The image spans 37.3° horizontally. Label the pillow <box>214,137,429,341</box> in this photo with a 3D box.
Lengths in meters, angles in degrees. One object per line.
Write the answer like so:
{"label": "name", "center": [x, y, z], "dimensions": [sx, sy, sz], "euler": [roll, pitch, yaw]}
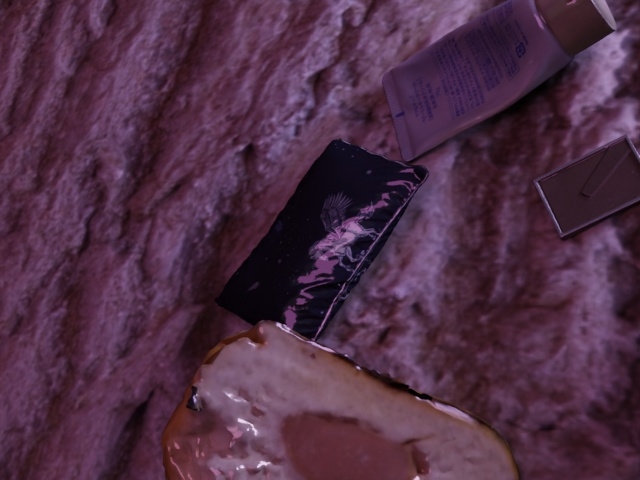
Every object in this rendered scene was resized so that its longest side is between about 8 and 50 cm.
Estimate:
{"label": "pillow", "center": [0.000, 0.000, 0.892], "dimensions": [0.141, 0.055, 0.208], "euler": [27, 80, 45]}

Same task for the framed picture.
{"label": "framed picture", "center": [0.233, -0.046, 0.807], "dimensions": [0.089, 0.007, 0.066], "euler": [-28, 54, 15]}

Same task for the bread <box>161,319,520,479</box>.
{"label": "bread", "center": [-0.003, 0.167, 0.705], "dimensions": [0.224, 0.211, 0.183], "euler": [7, 62, 38]}

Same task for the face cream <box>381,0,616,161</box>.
{"label": "face cream", "center": [0.159, -0.168, 0.891], "dimensions": [0.224, 0.070, 0.114], "euler": [-31, 53, 29]}
